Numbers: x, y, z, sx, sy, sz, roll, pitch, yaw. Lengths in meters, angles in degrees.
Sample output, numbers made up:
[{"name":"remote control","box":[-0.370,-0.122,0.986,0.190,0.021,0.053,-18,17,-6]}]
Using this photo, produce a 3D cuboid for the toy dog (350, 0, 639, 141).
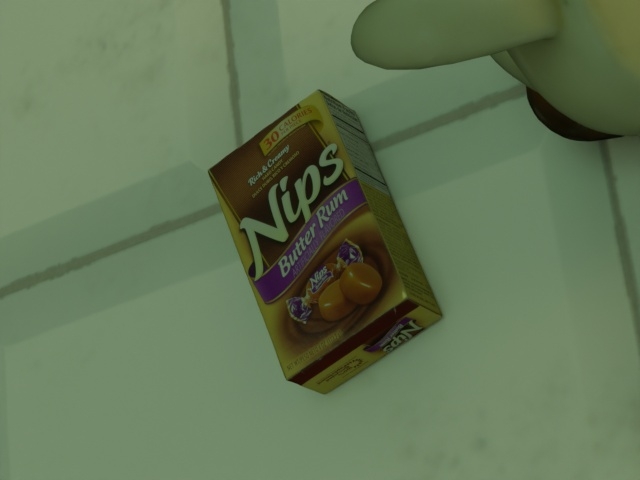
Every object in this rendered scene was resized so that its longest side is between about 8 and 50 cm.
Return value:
[{"name":"toy dog","box":[0.204,-0.161,1.132,0.395,0.408,0.284,-33,97,-3]}]

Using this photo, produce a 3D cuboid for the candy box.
[{"name":"candy box","box":[0.000,0.000,1.390,0.109,0.053,0.187,-36,55,20]}]
